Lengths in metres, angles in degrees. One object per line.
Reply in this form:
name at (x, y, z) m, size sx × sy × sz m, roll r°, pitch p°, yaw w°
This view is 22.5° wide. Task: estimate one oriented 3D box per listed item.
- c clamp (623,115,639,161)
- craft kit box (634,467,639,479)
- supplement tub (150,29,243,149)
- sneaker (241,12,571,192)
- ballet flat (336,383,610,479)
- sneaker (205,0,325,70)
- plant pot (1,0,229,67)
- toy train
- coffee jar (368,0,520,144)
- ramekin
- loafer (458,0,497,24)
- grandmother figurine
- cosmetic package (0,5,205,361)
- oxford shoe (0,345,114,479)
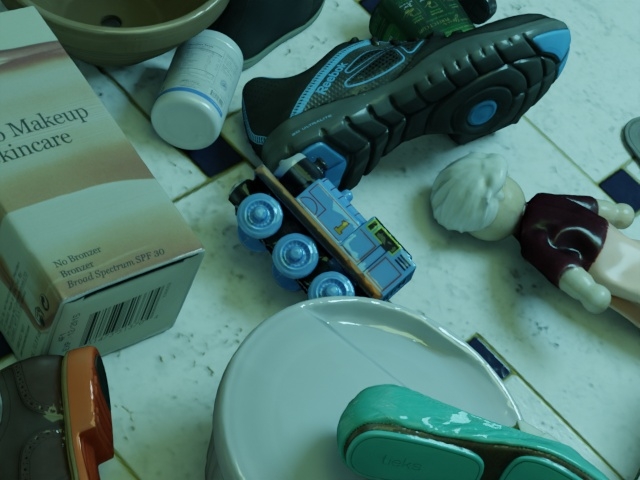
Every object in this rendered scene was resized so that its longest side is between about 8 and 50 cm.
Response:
c clamp at (0.411, -0.100, 1.799) m, size 0.137 × 0.022 × 0.160 m, roll -10°, pitch 57°, yaw -30°
craft kit box at (0.420, 0.216, 1.440) m, size 0.247 × 0.061 × 0.250 m, roll 27°, pitch 68°, yaw 10°
supplement tub at (-0.120, -0.147, 1.568) m, size 0.071 × 0.071 × 0.107 m, roll 22°, pitch 46°, yaw -7°
sneaker at (0.084, -0.164, 1.588) m, size 0.341 × 0.125 × 0.139 m, roll -21°, pitch 52°, yaw -12°
ballet flat at (0.131, 0.166, 1.248) m, size 0.247 × 0.083 × 0.087 m, roll 19°, pitch 34°, yaw -11°
sneaker at (-0.036, -0.274, 1.676) m, size 0.083 × 0.118 × 0.222 m, roll 32°, pitch 47°, yaw 4°
plant pot at (-0.203, -0.247, 1.573) m, size 0.237 × 0.110 × 0.237 m, roll 4°, pitch 50°, yaw -5°
toy train at (0.000, 0.000, 1.475) m, size 0.105 × 0.080 × 0.184 m, roll -41°, pitch 81°, yaw -11°
coffee jar at (0.137, -0.189, 1.710) m, size 0.096 × 0.079 × 0.184 m, roll -22°, pitch 64°, yaw -27°
ramekin at (0.029, 0.188, 1.323) m, size 0.273 × 0.127 × 0.273 m, roll 12°, pitch 50°, yaw -14°
loafer at (0.150, -0.316, 1.835) m, size 0.061 × 0.062 × 0.170 m, roll -20°, pitch 65°, yaw -40°
grandmother figurine at (0.268, 0.015, 1.599) m, size 0.342 × 0.104 × 0.208 m, roll 27°, pitch 20°, yaw 2°
cosmetic package at (-0.247, -0.046, 1.389) m, size 0.153 × 0.129 × 0.296 m, roll -23°, pitch 64°, yaw -35°
oxford shoe at (-0.213, 0.211, 1.239) m, size 0.098 × 0.097 × 0.271 m, roll -7°, pitch 52°, yaw 2°
